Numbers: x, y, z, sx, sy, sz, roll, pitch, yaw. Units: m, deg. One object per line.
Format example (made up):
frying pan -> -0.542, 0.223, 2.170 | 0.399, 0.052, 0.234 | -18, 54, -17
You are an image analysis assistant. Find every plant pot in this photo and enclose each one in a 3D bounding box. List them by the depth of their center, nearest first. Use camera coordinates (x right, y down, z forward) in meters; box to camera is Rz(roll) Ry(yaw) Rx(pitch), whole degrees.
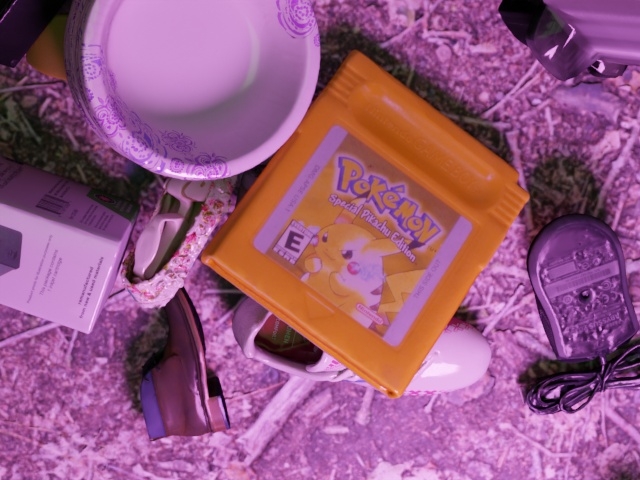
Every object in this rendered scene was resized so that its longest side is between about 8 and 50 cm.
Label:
plant pot -> -0.304, -0.233, 1.638 | 0.083, 0.081, 0.081 | 7, 103, 12

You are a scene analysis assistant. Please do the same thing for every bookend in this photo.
bookend -> -0.372, -0.314, 1.591 | 0.156, 0.072, 0.157 | -48, 66, 15

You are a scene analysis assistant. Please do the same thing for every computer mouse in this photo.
computer mouse -> 0.323, 0.080, 1.735 | 0.188, 0.072, 0.272 | -15, 115, 0

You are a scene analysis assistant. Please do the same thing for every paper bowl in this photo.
paper bowl -> -0.154, -0.219, 1.584 | 0.284, 0.148, 0.284 | -5, 104, -22

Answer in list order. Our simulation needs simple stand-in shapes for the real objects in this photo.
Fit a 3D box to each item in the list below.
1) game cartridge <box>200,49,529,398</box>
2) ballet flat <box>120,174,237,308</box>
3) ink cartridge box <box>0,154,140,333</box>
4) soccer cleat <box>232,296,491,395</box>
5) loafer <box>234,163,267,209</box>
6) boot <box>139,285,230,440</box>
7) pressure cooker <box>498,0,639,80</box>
game cartridge -> 0.062, -0.023, 1.631 | 0.285, 0.053, 0.323 | 36, 73, -5
ballet flat -> -0.168, -0.031, 1.656 | 0.091, 0.077, 0.241 | 21, 86, 27
ink cartridge box -> -0.375, -0.017, 1.617 | 0.289, 0.211, 0.121 | 20, 103, -5
soccer cleat -> 0.052, 0.140, 1.697 | 0.331, 0.143, 0.116 | 9, 102, -4
loafer -> 0.000, 0.000, 1.700 | 0.251, 0.094, 0.087 | 32, 113, -6
boot -> -0.191, 0.153, 1.725 | 0.106, 0.082, 0.219 | -16, 104, -1
pressure cooker -> 0.389, -0.356, 1.463 | 0.370, 0.420, 0.375 | -20, 113, -34
